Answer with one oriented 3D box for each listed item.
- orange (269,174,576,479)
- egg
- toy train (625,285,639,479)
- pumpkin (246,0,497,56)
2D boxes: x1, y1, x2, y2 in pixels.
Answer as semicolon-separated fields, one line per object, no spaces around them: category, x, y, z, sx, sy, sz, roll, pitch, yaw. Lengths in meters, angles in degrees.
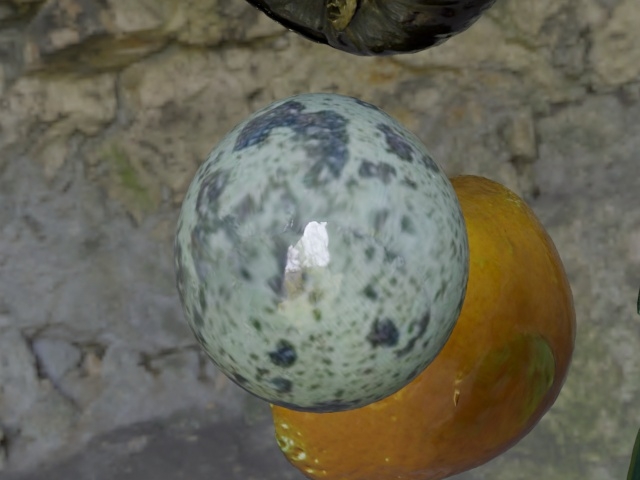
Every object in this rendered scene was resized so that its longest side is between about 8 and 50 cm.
orange;0.100;0.085;1.044;0.334;0.262;0.196;-14;12;-26
egg;0.000;0.000;0.531;0.132;0.132;0.172;-7;36;3
toy train;0.184;0.073;0.384;0.150;0.237;0.369;14;-13;9
pumpkin;0.031;-0.225;0.787;0.238;0.159;0.238;9;-26;4
